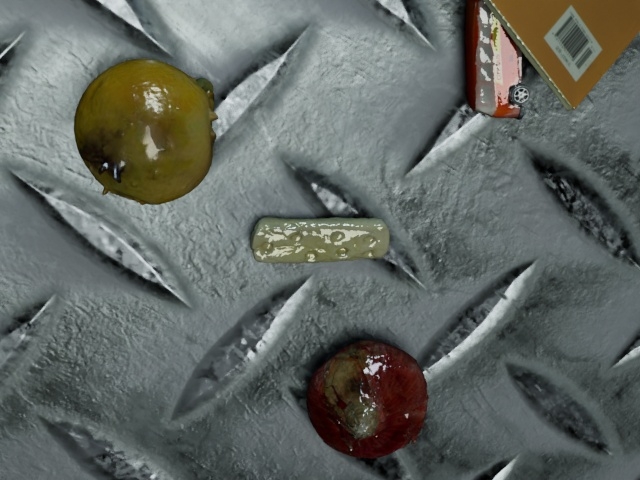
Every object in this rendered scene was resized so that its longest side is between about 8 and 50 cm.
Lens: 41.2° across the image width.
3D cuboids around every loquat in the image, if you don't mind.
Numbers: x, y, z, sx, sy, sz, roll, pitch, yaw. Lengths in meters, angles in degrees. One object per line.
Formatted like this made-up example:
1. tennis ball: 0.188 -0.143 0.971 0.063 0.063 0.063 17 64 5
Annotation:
1. loquat: -0.198 -0.135 1.017 0.172 0.149 0.204 49 60 -4

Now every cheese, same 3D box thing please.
1. cheese: 0.000 0.000 1.169 0.194 0.043 0.065 0 110 -14

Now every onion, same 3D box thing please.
1. onion: 0.070 0.239 1.223 0.184 0.147 0.184 0 106 1

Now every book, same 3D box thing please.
1. book: 0.354 -0.386 1.064 0.262 0.028 0.374 44 81 -23

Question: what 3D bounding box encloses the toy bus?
1. toy bus: 0.230 -0.243 1.115 0.077 0.079 0.174 -5 113 -2
